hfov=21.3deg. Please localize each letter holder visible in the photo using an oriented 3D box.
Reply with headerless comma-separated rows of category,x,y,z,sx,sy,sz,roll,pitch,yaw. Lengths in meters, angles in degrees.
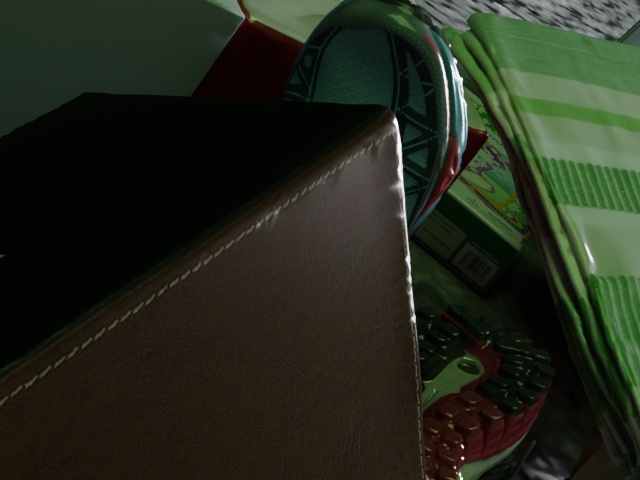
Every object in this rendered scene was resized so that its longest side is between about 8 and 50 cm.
letter holder,-0.095,0.097,0.595,0.152,0.214,0.302,5,25,30

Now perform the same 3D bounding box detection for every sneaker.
sneaker,0.026,0.141,0.875,0.121,0.112,0.299,30,32,25
sneaker,0.000,0.000,0.889,0.104,0.262,0.125,22,24,7

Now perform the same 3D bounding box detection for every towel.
towel,0.217,0.005,1.056,0.247,0.038,0.325,6,52,-37

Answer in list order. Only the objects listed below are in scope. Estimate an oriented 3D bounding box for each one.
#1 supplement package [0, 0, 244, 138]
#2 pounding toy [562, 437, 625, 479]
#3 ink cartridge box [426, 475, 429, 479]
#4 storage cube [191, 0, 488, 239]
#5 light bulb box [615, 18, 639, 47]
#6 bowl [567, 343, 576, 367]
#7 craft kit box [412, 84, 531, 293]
supplement package,-0.202,-0.156,0.970,0.199,0.198,0.263,22,28,-33
pounding toy,0.182,0.148,1.023,0.100,0.141,0.130,44,24,16
ink cartridge box,-0.057,0.153,0.711,0.261,0.066,0.296,2,40,-32
storage cube,-0.042,-0.073,1.050,0.183,0.193,0.215,23,27,-30
light bulb box,0.409,-0.065,1.555,0.361,0.225,0.358,49,24,3
bowl,0.274,0.049,1.275,0.289,0.289,0.156,39,67,4
craft kit box,0.081,-0.085,1.417,0.250,0.061,0.246,39,21,3
